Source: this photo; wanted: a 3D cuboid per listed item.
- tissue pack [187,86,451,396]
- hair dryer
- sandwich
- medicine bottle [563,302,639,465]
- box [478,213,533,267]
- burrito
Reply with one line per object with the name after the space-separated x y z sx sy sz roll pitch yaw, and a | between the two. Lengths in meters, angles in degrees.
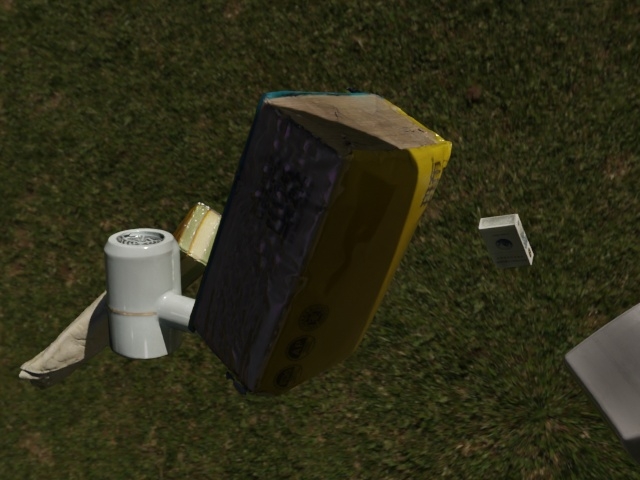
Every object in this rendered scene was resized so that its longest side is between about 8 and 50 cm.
0.000 0.000 0.691 0.134 0.192 0.270 37 120 28 | tissue pack
-0.147 0.100 0.949 0.358 0.108 0.172 12 112 27 | hair dryer
-0.245 0.023 1.251 0.163 0.079 0.113 -37 25 45 | sandwich
0.360 0.166 0.718 0.132 0.088 0.188 -37 33 12 | medicine bottle
0.262 0.002 0.977 0.054 0.083 0.024 -6 42 33 | box
-0.378 0.147 1.127 0.275 0.082 0.059 -40 44 3 | burrito
